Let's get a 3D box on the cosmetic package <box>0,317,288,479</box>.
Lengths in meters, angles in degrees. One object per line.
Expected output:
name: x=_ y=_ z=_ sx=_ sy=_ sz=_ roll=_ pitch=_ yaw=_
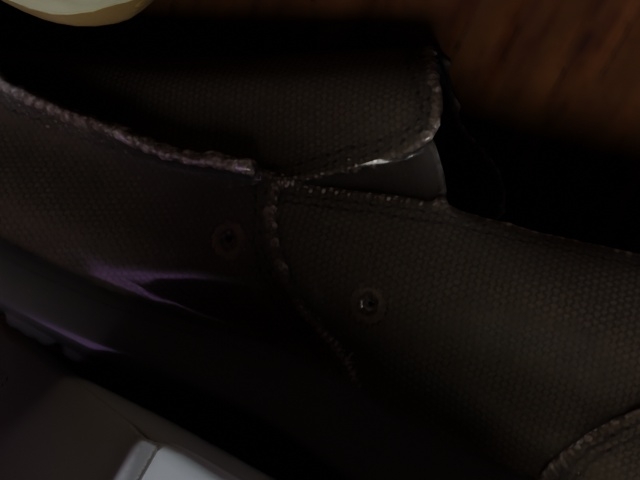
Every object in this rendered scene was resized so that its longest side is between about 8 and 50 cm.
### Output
cosmetic package: x=-0.043 y=0.143 z=0.609 sx=0.197 sy=0.155 sz=0.365 roll=34 pitch=175 yaw=-12

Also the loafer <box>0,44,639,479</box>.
loafer: x=0.000 y=0.000 z=0.604 sx=0.366 sy=0.130 sz=0.134 roll=26 pitch=177 yaw=17

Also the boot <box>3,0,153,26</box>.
boot: x=-0.107 y=-0.180 z=0.457 sx=0.262 sy=0.095 sz=0.203 roll=35 pitch=143 yaw=-11
